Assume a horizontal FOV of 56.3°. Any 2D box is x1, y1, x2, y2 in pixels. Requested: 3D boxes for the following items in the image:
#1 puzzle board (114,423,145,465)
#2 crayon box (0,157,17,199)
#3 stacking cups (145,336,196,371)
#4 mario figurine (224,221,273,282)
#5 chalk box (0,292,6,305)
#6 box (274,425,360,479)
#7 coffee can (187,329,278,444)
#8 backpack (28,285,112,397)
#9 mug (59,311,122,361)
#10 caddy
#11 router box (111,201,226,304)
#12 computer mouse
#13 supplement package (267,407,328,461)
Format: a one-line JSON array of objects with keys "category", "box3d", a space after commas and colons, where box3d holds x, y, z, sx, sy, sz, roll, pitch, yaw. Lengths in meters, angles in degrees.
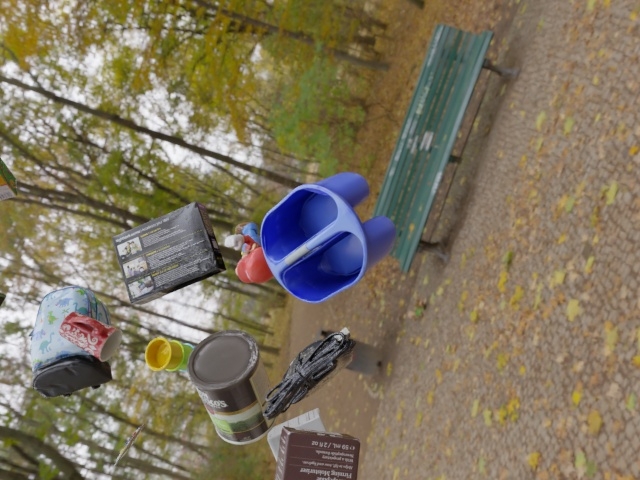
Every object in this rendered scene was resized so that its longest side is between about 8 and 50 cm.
[{"category": "puzzle board", "box3d": [-0.604, 0.642, 1.893, 0.096, 0.011, 0.128, -56, 0, 7]}, {"category": "crayon box", "box3d": [-1.091, -0.172, 1.804, 0.165, 0.278, 0.081, 93, 158, -61]}, {"category": "stacking cups", "box3d": [-0.398, 0.354, 1.837, 0.316, 0.096, 0.096, 27, -101, -63]}, {"category": "mario figurine", "box3d": [-0.244, 0.054, 2.005, 0.320, 0.198, 0.170, -114, 46, -66]}, {"category": "chalk box", "box3d": [-0.979, 0.168, 1.570, 0.180, 0.179, 0.289, 97, -164, -75]}, {"category": "box", "box3d": [-0.014, 0.537, 1.354, 0.167, 0.168, 0.203, 124, 154, -74]}, {"category": "coffee can", "box3d": [-0.243, 0.421, 1.713, 0.202, 0.201, 0.275, -77, -19, -48]}, {"category": "backpack", "box3d": [-0.886, 0.338, 2.147, 0.356, 0.290, 0.273, -93, -16, -50]}, {"category": "mug", "box3d": [-0.745, 0.290, 1.943, 0.113, 0.169, 0.150, -42, -27, -64]}, {"category": "caddy", "box3d": [0.000, 0.000, 1.337, 0.179, 0.241, 0.341, -31, -3, -41]}, {"category": "router box", "box3d": [-0.277, 0.025, 1.092, 0.046, 0.178, 0.133, 36, -147, -76]}, {"category": "computer mouse", "box3d": [-0.012, 0.217, 1.053, 0.188, 0.072, 0.272, -42, -14, 1]}, {"category": "supplement package", "box3d": [-0.066, 0.625, 1.898, 0.105, 0.179, 0.105, 172, 76, -86]}]
